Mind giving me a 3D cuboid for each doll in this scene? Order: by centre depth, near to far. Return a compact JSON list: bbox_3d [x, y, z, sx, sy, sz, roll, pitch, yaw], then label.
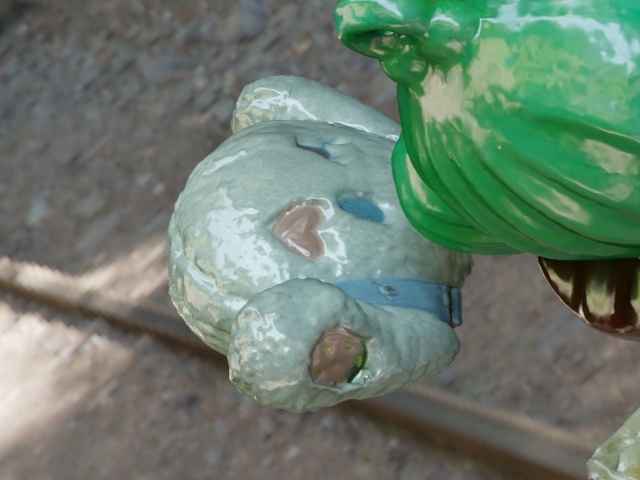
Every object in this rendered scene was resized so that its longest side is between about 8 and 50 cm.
[{"bbox_3d":[0.000,0.000,0.618,0.214,0.103,0.071,-88,10,-66],"label":"doll"}]

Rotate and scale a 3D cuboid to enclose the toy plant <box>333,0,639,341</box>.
[{"bbox_3d":[0.082,-0.029,0.512,0.143,0.200,0.105,-20,55,62],"label":"toy plant"}]

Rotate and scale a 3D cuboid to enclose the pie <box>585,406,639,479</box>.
[{"bbox_3d":[0.302,0.223,1.067,0.075,0.337,0.337,-48,12,34],"label":"pie"}]
